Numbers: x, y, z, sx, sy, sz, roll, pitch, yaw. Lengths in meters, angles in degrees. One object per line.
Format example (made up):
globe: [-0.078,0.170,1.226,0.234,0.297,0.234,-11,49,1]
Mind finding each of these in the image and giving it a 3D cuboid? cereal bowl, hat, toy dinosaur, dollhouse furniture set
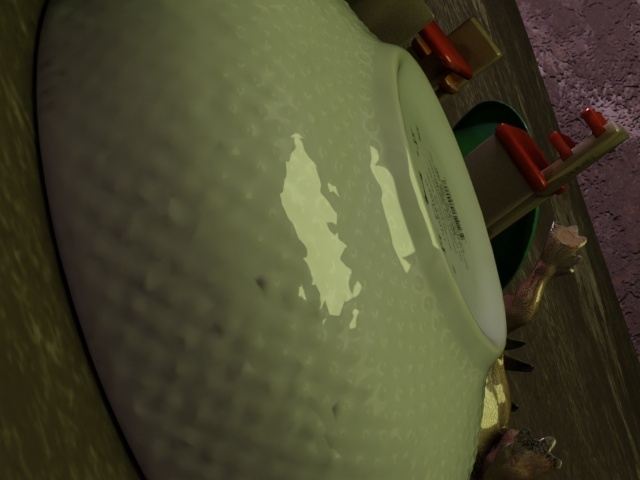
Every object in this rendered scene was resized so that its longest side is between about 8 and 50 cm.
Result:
cereal bowl: [0.000,0.000,0.813,0.339,0.141,0.339,-19,90,-76]
hat: [0.063,-0.041,1.342,0.208,0.183,0.173,148,-58,-60]
toy dinosaur: [0.086,0.111,1.067,0.200,0.127,0.296,101,-3,-57]
dollhouse furniture set: [0.087,-0.136,1.176,0.259,0.135,0.262,54,14,10]
